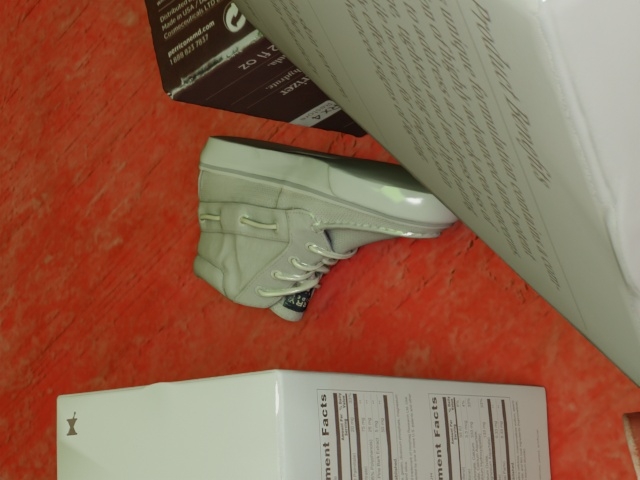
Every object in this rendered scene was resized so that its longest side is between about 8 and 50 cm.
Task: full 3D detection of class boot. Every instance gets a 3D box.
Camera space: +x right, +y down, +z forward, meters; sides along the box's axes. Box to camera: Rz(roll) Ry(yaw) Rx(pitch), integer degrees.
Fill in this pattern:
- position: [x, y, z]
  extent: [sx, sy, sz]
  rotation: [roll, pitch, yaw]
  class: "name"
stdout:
- position: [0.000, 0.000, 1.192]
  extent: [0.258, 0.095, 0.123]
  rotation: [15, 101, 50]
  class: "boot"

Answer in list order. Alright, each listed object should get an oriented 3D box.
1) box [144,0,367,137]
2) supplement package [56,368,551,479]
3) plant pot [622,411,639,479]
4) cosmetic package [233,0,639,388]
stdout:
- position: [0.002, -0.190, 1.127]
  extent: [0.168, 0.203, 0.167]
  rotation: [-29, 66, 36]
  class: "box"
- position: [-0.005, 0.191, 1.044]
  extent: [0.199, 0.262, 0.198]
  rotation: [-10, 78, 41]
  class: "supplement package"
- position: [0.300, 0.152, 0.671]
  extent: [0.265, 0.272, 0.272]
  rotation: [-22, 68, 10]
  class: "plant pot"
- position: [0.129, -0.204, 0.760]
  extent: [0.327, 0.329, 0.394]
  rotation: [-40, 55, -6]
  class: "cosmetic package"
